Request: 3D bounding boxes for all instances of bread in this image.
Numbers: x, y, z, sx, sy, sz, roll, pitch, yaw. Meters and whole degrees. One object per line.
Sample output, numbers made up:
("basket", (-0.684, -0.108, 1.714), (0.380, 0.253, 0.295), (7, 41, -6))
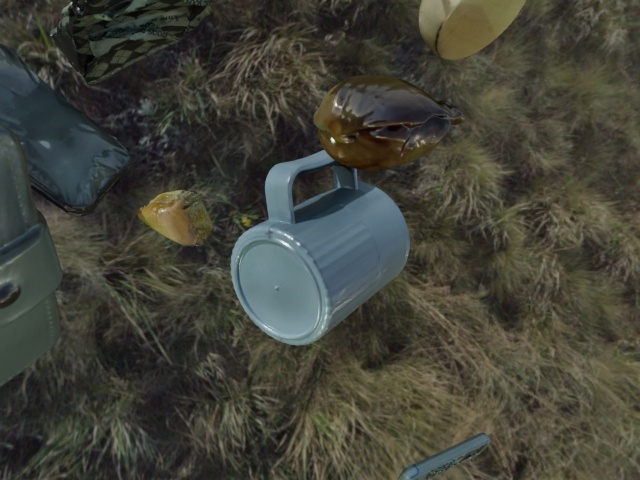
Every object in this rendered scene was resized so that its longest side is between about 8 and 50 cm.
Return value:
("bread", (-0.482, -0.098, 1.515), (0.252, 0.133, 0.174), (29, 30, -1))

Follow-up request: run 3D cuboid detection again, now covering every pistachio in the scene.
("pistachio", (0.095, -0.163, 0.614), (0.210, 0.165, 0.130), (-3, 115, -1))

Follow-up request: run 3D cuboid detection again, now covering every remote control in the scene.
("remote control", (0.151, 0.271, 0.538), (0.124, 0.018, 0.053), (-15, 138, -18))

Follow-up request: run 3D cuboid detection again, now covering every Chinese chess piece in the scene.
("Chinese chess piece", (0.344, -0.534, 0.996), (0.251, 0.251, 0.097), (-15, 67, -29))

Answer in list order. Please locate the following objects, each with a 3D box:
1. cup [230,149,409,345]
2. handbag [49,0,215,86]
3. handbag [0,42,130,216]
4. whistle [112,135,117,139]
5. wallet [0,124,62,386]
("cup", (0.015, 0.014, 0.891), (0.257, 0.331, 0.311), (37, 38, 18))
("handbag", (-0.337, -0.454, 0.800), (0.317, 0.416, 0.180), (-42, 113, -25))
("handbag", (-0.516, -0.203, 0.789), (0.332, 0.075, 0.191), (45, 44, -26))
("whistle", (-0.611, -0.257, 1.036), (0.253, 0.106, 0.101), (9, 88, -45))
("wallet", (-0.377, 0.057, 0.411), (0.083, 0.360, 0.252), (36, 45, 20))
